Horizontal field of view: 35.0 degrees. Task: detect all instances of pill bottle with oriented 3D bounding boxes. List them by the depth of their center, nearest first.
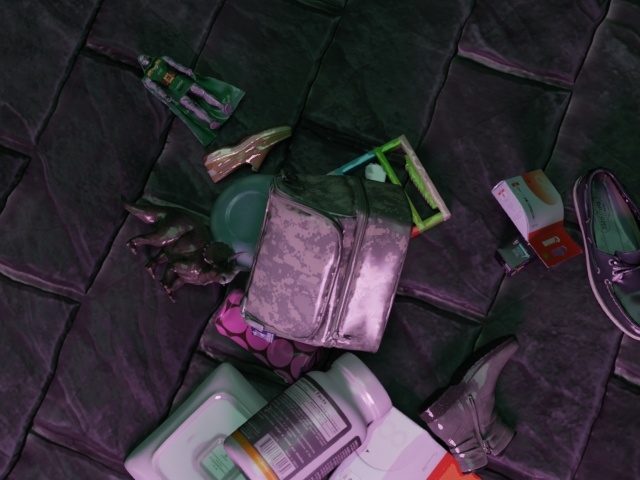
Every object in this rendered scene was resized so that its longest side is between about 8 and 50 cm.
[{"bbox_3d":[-0.019,0.332,1.794,0.278,0.162,0.162,-37,76,-15],"label":"pill bottle"}]

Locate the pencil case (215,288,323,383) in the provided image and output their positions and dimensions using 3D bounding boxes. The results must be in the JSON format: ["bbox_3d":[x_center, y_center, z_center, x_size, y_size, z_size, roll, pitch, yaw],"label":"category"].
[{"bbox_3d":[-0.101,0.184,1.914,0.209,0.095,0.098,35,96,14],"label":"pencil case"}]

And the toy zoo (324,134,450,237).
[{"bbox_3d":[0.080,-0.060,1.990,0.293,0.030,0.192,-28,75,-3],"label":"toy zoo"}]

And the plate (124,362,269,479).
[{"bbox_3d":[-0.182,0.410,1.882,0.277,0.045,0.278,43,82,14],"label":"plate"}]

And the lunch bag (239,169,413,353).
[{"bbox_3d":[0.005,0.036,1.812,0.256,0.212,0.305,11,116,-7],"label":"lunch bag"}]

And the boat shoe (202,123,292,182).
[{"bbox_3d":[-0.137,-0.170,2.025,0.190,0.068,0.072,-23,87,8],"label":"boat shoe"}]

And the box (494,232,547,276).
[{"bbox_3d":[0.380,0.021,1.928,0.083,0.062,0.052,-33,74,-5],"label":"box"}]

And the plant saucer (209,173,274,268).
[{"bbox_3d":[-0.132,-0.043,1.983,0.195,0.037,0.195,-4,75,15],"label":"plant saucer"}]

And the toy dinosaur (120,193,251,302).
[{"bbox_3d":[-0.269,0.013,1.970,0.160,0.121,0.313,-38,62,-11],"label":"toy dinosaur"}]

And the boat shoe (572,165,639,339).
[{"bbox_3d":[0.564,0.016,1.888,0.127,0.113,0.340,-11,75,1],"label":"boat shoe"}]

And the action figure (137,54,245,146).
[{"bbox_3d":[-0.285,-0.311,2.072,0.232,0.063,0.137,35,84,16],"label":"action figure"}]

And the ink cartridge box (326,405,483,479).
[{"bbox_3d":[0.156,0.439,1.843,0.232,0.066,0.189,36,81,17],"label":"ink cartridge box"}]

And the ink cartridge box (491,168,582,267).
[{"bbox_3d":[0.418,-0.045,1.907,0.179,0.145,0.045,54,129,16],"label":"ink cartridge box"}]

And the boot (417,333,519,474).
[{"bbox_3d":[0.306,0.300,1.864,0.246,0.083,0.161,-41,93,-16],"label":"boot"}]
